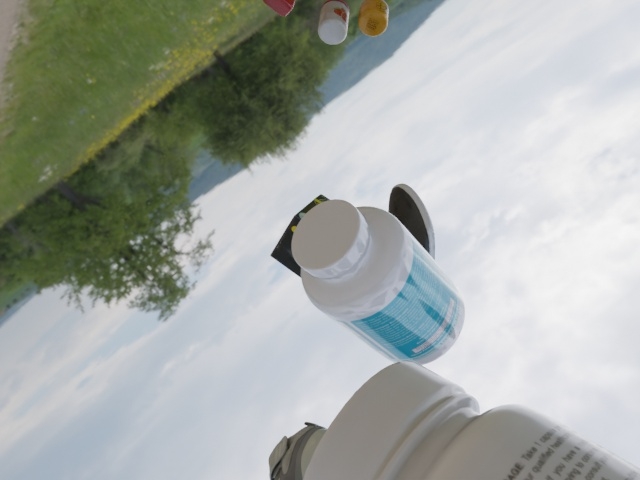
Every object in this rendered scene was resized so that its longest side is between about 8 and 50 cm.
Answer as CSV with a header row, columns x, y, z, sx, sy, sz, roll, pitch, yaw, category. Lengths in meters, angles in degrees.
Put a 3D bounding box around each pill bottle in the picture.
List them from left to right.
x,y,z,sx,sy,sz,roll,pitch,yaw,category
0.073,0.053,0.800,0.146,0.264,0.146,-18,-127,26,pill bottle
0.132,0.192,0.341,0.283,0.160,0.160,28,-118,35,pill bottle

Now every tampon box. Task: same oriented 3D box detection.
x,y,z,sx,sy,sz,roll,pitch,yaw,category
0.000,0.000,1.213,0.101,0.120,0.161,-57,176,25,tampon box

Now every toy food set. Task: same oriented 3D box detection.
x,y,z,sx,sy,sz,roll,pitch,yaw,category
-0.013,-0.357,0.821,0.111,0.232,0.105,-36,-144,40,toy food set

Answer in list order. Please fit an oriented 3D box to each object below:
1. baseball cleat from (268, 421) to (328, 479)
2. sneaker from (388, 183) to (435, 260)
x,y,z,sx,sy,sz,roll,pitch,yaw,category
-0.035,0.319,0.744,0.109,0.072,0.206,1,-121,57,baseball cleat
0.138,0.037,1.223,0.146,0.296,0.104,-5,179,-31,sneaker
